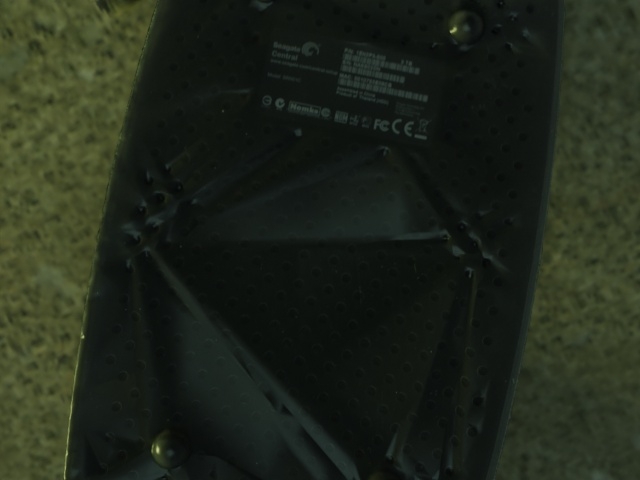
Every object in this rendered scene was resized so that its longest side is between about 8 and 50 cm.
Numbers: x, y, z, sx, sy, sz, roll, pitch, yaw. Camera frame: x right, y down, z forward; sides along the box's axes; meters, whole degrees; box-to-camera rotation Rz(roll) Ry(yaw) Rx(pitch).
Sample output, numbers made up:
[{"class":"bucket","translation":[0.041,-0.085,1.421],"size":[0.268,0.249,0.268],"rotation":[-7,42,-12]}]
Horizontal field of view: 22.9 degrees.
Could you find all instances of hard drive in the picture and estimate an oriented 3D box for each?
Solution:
[{"class":"hard drive","translation":[0.000,0.000,0.636],"size":[0.172,0.054,0.254],"rotation":[11,79,-2]}]
